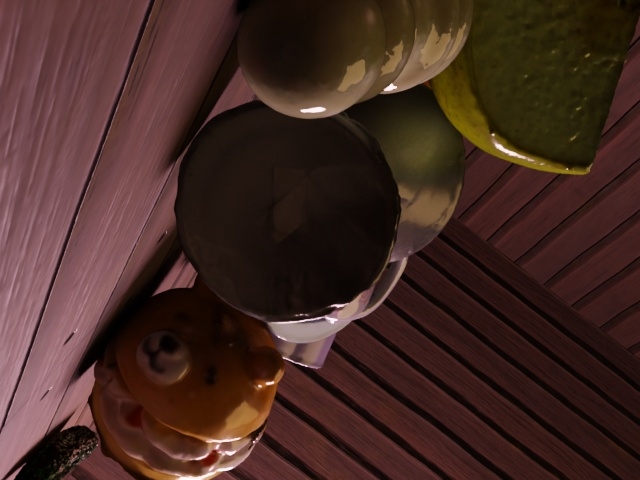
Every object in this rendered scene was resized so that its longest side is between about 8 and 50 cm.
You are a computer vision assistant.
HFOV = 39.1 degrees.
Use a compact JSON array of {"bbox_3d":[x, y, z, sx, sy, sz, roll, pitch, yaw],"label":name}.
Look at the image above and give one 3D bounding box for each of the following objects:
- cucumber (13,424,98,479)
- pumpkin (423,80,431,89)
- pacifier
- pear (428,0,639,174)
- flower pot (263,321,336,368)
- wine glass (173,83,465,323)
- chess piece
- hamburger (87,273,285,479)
[{"bbox_3d":[-0.422,0.349,1.423,0.068,0.067,0.293,-53,179,2],"label":"cucumber"},{"bbox_3d":[0.088,-0.260,1.471,0.247,0.126,0.131,-22,-179,22],"label":"pumpkin"},{"bbox_3d":[0.000,0.000,1.321,0.238,0.226,0.287,-8,125,-38],"label":"pacifier"},{"bbox_3d":[0.233,-0.278,1.069,0.318,0.238,0.343,-113,-143,-73],"label":"pear"},{"bbox_3d":[-0.052,0.049,1.507,0.243,0.265,0.265,-60,180,7],"label":"flower pot"},{"bbox_3d":[0.009,-0.058,0.973,0.267,0.267,0.406,-52,176,18],"label":"wine glass"},{"bbox_3d":[0.022,-0.162,0.695,0.144,0.144,0.251,-52,177,31],"label":"chess piece"},{"bbox_3d":[-0.176,0.186,1.272,0.237,0.276,0.276,-53,180,35],"label":"hamburger"}]
